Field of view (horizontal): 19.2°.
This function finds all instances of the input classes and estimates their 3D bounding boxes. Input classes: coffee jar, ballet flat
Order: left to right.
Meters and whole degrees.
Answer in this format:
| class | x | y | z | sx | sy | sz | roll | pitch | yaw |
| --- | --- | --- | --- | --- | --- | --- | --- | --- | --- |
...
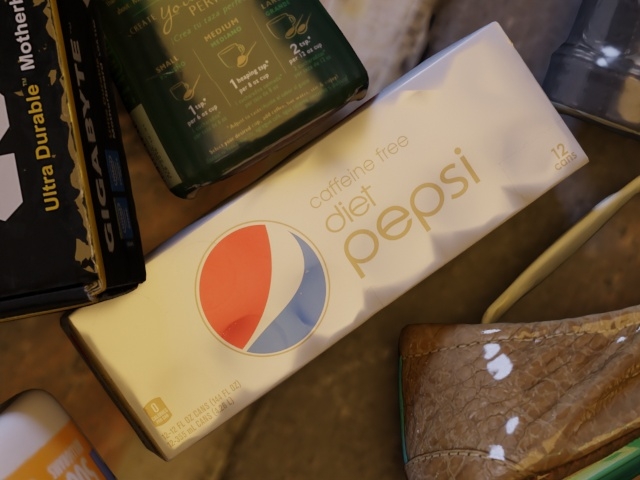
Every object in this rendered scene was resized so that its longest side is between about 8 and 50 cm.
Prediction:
| class | x | y | z | sx | sy | sz | roll | pitch | yaw |
| --- | --- | --- | --- | --- | --- | --- | --- | --- | --- |
| coffee jar | -0.064 | -0.116 | 0.774 | 0.096 | 0.079 | 0.184 | -30 | 94 | -3 |
| ballet flat | 0.185 | 0.019 | 0.814 | 0.342 | 0.116 | 0.124 | -21 | 73 | -7 |

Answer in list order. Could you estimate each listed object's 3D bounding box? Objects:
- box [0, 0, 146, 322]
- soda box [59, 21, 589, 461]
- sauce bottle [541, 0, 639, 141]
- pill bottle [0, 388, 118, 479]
| class | x | y | z | sx | sy | sz | roll | pitch | yaw |
| --- | --- | --- | --- | --- | --- | --- | --- | --- | --- |
| box | -0.221 | -0.113 | 0.709 | 0.257 | 0.079 | 0.322 | -10 | 90 | 7 |
| soda box | 0.000 | 0.000 | 0.787 | 0.216 | 0.069 | 0.074 | -35 | 94 | -9 |
| sauce bottle | 0.186 | -0.207 | 0.802 | 0.111 | 0.111 | 0.344 | 19 | 96 | -9 |
| pill bottle | -0.087 | 0.206 | 0.720 | 0.152 | 0.152 | 0.272 | -37 | 94 | -10 |
